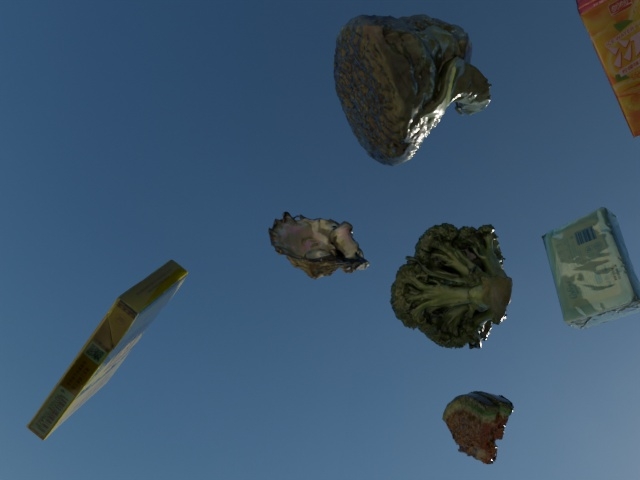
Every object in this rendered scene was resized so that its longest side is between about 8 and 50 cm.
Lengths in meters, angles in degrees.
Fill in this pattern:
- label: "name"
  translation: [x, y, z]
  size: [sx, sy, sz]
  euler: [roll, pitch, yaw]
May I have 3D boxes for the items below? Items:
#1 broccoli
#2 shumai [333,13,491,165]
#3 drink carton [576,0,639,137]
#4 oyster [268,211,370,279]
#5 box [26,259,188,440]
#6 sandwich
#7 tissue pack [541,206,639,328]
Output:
- label: "broccoli"
  translation: [0.329, 0.105, 1.163]
  size: [0.303, 0.283, 0.322]
  euler: [11, -92, -18]
- label: "shumai"
  translation: [0.241, -0.434, 1.265]
  size: [0.395, 0.347, 0.395]
  euler: [54, -14, 20]
- label: "drink carton"
  translation: [0.453, -0.265, 0.685]
  size: [0.096, 0.071, 0.223]
  euler: [-21, -55, 37]
- label: "oyster"
  translation: [-0.002, 0.007, 1.187]
  size: [0.259, 0.198, 0.092]
  euler: [10, -52, 12]
- label: "box"
  translation: [-0.313, 0.158, 0.719]
  size: [0.041, 0.153, 0.279]
  euler: [40, -71, -2]
- label: "sandwich"
  translation: [0.359, 0.439, 1.165]
  size: [0.079, 0.159, 0.235]
  euler: [11, -12, -13]
- label: "tissue pack"
  translation: [0.677, 0.071, 1.207]
  size: [0.089, 0.264, 0.177]
  euler: [23, -39, -31]
